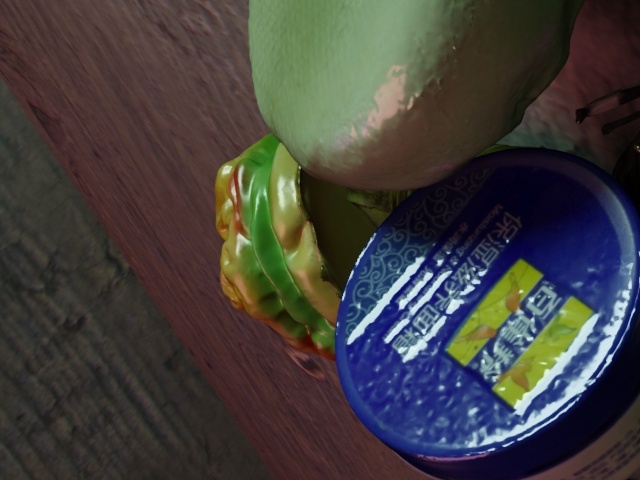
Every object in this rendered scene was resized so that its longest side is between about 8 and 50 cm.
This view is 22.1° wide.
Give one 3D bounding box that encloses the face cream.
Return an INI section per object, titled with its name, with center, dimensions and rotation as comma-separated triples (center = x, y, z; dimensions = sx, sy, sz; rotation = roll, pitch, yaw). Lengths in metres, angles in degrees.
[face cream]
center = 0.121, 0.056, 0.978
dimensions = 0.206, 0.206, 0.111
rotation = 31, 174, 46

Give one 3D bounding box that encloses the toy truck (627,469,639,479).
[toy truck]
center = 0.225, 0.096, 1.090
dimensions = 0.367, 0.146, 0.175
rotation = 16, 178, 34

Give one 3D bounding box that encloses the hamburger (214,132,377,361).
[hamburger]
center = 0.000, 0.000, 1.470
dimensions = 0.149, 0.237, 0.237
rotation = -20, 117, 36

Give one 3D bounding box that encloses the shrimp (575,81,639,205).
[shrimp]
center = 0.235, -0.058, 0.941
dimensions = 0.145, 0.116, 0.343
rotation = 42, 170, 14

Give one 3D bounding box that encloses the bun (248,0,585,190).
[bun]
center = 0.074, -0.160, 0.997
dimensions = 0.283, 0.179, 0.283
rotation = -175, 90, -66

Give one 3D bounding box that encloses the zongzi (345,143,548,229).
[zongzi]
center = 0.168, 0.017, 1.353
dimensions = 0.241, 0.111, 0.247
rotation = 49, 160, -29
